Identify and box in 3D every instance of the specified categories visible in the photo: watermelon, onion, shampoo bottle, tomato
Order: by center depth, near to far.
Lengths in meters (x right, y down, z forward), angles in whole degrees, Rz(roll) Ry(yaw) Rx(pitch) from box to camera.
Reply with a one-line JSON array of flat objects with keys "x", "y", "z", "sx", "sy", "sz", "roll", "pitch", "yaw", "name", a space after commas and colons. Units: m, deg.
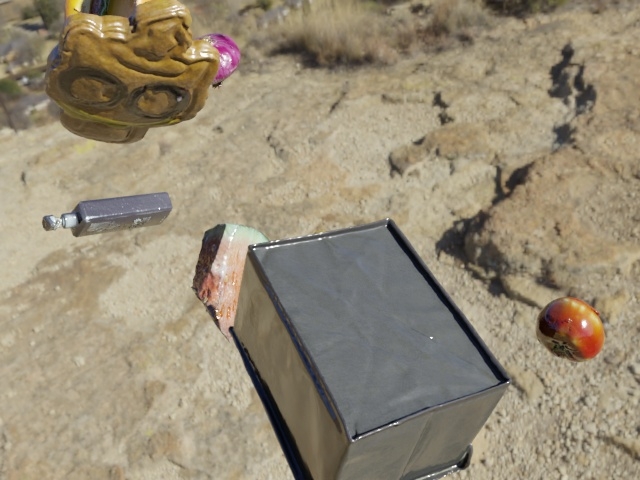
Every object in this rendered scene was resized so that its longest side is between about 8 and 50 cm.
[{"x": 0.323, "y": 0.111, "z": 0.882, "sx": 0.087, "sy": 0.087, "sz": 0.075, "roll": 23, "pitch": 65, "yaw": 36, "name": "tomato"}, {"x": -0.205, "y": -0.337, "z": 1.291, "sx": 0.115, "sy": 0.104, "sz": 0.115, "roll": -9, "pitch": 40, "yaw": 7, "name": "onion"}, {"x": -0.210, "y": 0.091, "z": 1.505, "sx": 0.140, "sy": 0.193, "sz": 0.257, "roll": -3, "pitch": 66, "yaw": 29, "name": "watermelon"}, {"x": -0.521, "y": -0.063, "z": 1.670, "sx": 0.309, "sy": 0.071, "sz": 0.098, "roll": -10, "pitch": -14, "yaw": -41, "name": "shampoo bottle"}]

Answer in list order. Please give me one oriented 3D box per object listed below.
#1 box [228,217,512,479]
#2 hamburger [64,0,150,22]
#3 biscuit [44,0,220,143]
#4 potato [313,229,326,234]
[{"x": 0.050, "y": 0.166, "z": 0.965, "sx": 0.251, "sy": 0.204, "sz": 0.345, "roll": -10, "pitch": 48, "yaw": -28, "name": "box"}, {"x": -0.342, "y": -0.390, "z": 1.215, "sx": 0.170, "sy": 0.246, "sz": 0.246, "roll": 12, "pitch": 38, "yaw": -4, "name": "hamburger"}, {"x": -0.240, "y": -0.203, "z": 0.880, "sx": 0.208, "sy": 0.290, "sz": 0.041, "roll": 7, "pitch": 63, "yaw": -33, "name": "biscuit"}, {"x": 0.000, "y": 0.000, "z": 1.575, "sx": 0.046, "sy": 0.045, "sz": 0.092, "roll": -1, "pitch": 10, "yaw": 6, "name": "potato"}]
